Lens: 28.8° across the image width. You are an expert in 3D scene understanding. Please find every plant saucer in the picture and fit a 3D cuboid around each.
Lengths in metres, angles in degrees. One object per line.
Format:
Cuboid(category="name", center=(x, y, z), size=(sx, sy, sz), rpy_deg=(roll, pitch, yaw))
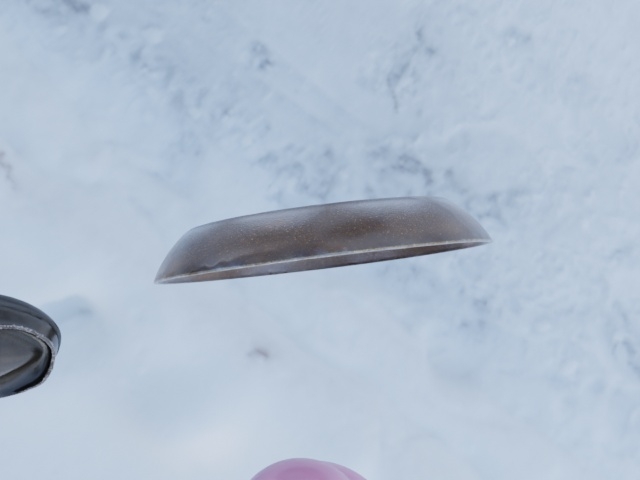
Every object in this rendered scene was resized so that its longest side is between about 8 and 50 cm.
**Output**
Cuboid(category="plant saucer", center=(0.000, 0.000, 1.142), size=(0.311, 0.310, 0.050), rpy_deg=(-9, 86, 21))

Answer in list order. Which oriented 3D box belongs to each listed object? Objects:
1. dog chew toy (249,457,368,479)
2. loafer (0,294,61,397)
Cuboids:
Cuboid(category="dog chew toy", center=(-0.005, 0.318, 1.267), size=(0.207, 0.206, 0.332), rpy_deg=(9, 153, 13))
Cuboid(category="loafer", center=(-0.269, 0.089, 0.815), size=(0.078, 0.220, 0.080), rpy_deg=(48, 129, 41))
